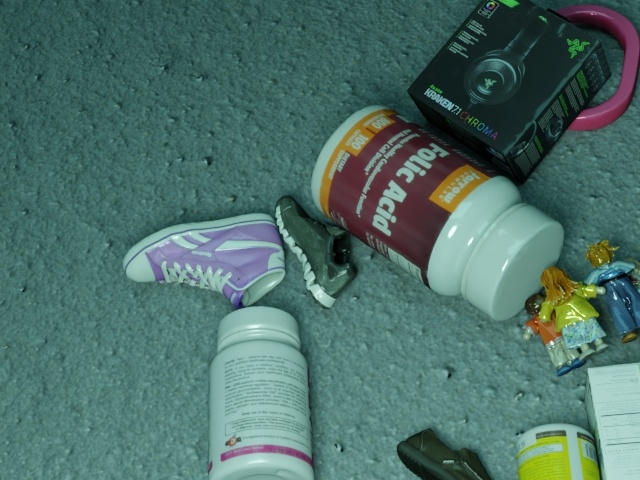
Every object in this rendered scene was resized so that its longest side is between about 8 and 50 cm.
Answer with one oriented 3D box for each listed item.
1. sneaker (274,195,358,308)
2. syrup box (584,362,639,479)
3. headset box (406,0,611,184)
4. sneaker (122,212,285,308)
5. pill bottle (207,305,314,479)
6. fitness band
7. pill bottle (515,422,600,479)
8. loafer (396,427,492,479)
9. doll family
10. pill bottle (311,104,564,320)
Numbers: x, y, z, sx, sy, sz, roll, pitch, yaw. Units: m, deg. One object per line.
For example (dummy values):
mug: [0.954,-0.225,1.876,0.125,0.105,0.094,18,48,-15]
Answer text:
sneaker: [0.000,0.000,2.035,0.106,0.078,0.234,-39,55,19]
syrup box: [0.456,0.308,1.737,0.096,0.093,0.236,-6,53,5]
headset box: [0.348,-0.292,2.124,0.246,0.131,0.283,39,88,30]
sneaker: [-0.199,0.053,2.038,0.282,0.102,0.161,-15,56,-1]
pill bottle: [-0.094,0.255,1.831,0.160,0.160,0.283,-7,54,5]
fitness band: [0.495,-0.331,2.224,0.209,0.054,0.290,8,57,15]
pill bottle: [0.347,0.381,1.688,0.117,0.117,0.215,-4,53,7]
loafer: [0.216,0.348,1.758,0.220,0.080,0.078,33,66,29]
doll family: [0.443,0.090,1.862,0.263,0.118,0.163,-21,69,-8]
pill bottle: [0.193,-0.046,1.960,0.392,0.224,0.224,35,66,30]
